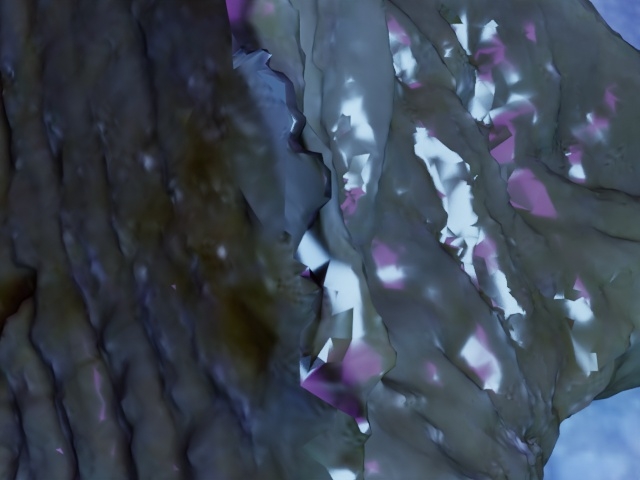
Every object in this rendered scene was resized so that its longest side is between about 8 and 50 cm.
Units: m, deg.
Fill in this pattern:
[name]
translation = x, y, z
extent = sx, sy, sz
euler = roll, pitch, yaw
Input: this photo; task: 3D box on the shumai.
[shumai]
translation = 0.002, 0.000, 0.504
extent = 0.283, 0.217, 0.346
euler = -1, 62, -51
